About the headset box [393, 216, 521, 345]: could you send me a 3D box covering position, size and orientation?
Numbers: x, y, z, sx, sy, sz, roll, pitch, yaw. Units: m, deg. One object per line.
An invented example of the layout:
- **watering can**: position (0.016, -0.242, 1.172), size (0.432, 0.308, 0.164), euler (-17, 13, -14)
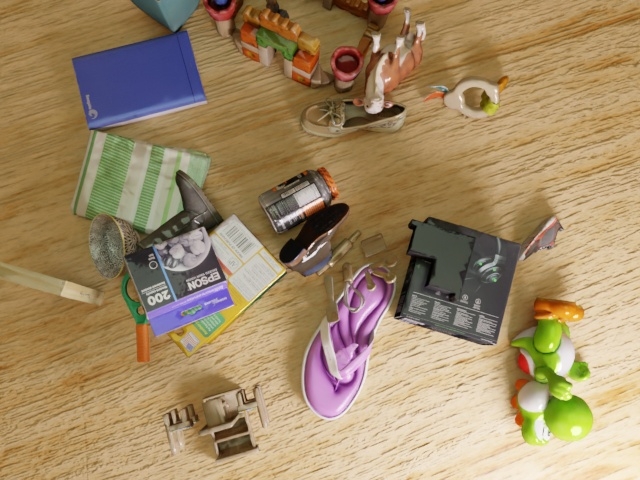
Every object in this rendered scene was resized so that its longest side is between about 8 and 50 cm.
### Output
- **headset box**: position (0.345, 0.096, 1.534), size (0.247, 0.131, 0.282), euler (16, 81, 1)

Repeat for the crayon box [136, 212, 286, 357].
- **crayon box**: position (-0.271, 0.114, 1.537), size (0.323, 0.083, 0.203), euler (-42, 84, -8)

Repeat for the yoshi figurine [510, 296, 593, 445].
- **yoshi figurine**: position (0.593, 0.330, 1.477), size (0.204, 0.203, 0.361), euler (11, 83, -7)

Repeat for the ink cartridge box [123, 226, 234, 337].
- **ink cartridge box**: position (-0.338, 0.097, 1.454), size (0.206, 0.045, 0.208), euler (-22, 83, -18)

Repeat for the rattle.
- **rattle**: position (0.397, -0.421, 1.655), size (0.200, 0.130, 0.142), euler (9, 68, 26)

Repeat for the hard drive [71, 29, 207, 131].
- **hard drive**: position (-0.490, -0.433, 1.641), size (0.319, 0.040, 0.210), euler (-16, 82, -4)

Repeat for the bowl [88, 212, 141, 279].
- **bowl**: position (-0.510, 0.011, 1.534), size (0.170, 0.080, 0.170), euler (7, 100, 40)

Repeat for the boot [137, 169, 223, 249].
- **boot**: position (-0.374, -0.050, 1.531), size (0.209, 0.076, 0.189), euler (-38, 99, -11)

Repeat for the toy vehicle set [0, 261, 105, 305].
- **toy vehicle set**: position (-0.636, 0.105, 1.434), size (0.166, 0.267, 0.035), euler (16, 79, 2)

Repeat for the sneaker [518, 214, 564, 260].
- **sneaker**: position (0.586, 0.005, 1.595), size (0.065, 0.061, 0.158), euler (45, 83, -1)

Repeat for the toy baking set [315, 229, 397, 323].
- **toy baking set**: position (0.080, 0.082, 1.530), size (0.256, 0.030, 0.197), euler (-41, 47, -6)

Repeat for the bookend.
- **bookend**: position (0.268, 0.049, 1.438), size (0.156, 0.072, 0.157), euler (16, 81, 3)

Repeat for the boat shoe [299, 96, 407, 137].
- **boat shoe**: position (0.087, -0.340, 1.618), size (0.286, 0.089, 0.104), euler (-5, 81, -3)

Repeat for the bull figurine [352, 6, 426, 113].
- **bull figurine**: position (0.184, -0.461, 1.560), size (0.101, 0.188, 0.310), euler (24, 48, 15)

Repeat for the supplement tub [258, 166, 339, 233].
- **supplement tub**: position (-0.055, -0.107, 1.563), size (0.191, 0.117, 0.117), euler (-29, 83, -7)

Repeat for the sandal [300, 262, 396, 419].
- **sandal**: position (0.065, 0.242, 1.515), size (0.170, 0.102, 0.416), euler (21, 81, 2)

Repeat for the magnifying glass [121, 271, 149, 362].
- **magnifying glass**: position (-0.435, 0.179, 1.471), size (0.092, 0.026, 0.230), euler (-4, 84, 4)

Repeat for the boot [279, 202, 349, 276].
- **boot**: position (0.000, 0.000, 1.550), size (0.219, 0.106, 0.082), euler (-40, 50, -1)

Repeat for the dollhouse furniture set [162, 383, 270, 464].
- **dollhouse furniture set**: position (-0.221, 0.441, 1.403), size (0.212, 0.242, 0.160), euler (-15, 82, -4)

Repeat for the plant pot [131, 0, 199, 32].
- **plant pot**: position (-0.412, -0.663, 1.583), size (0.166, 0.234, 0.165), euler (35, 80, 4)

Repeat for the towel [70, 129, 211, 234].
- **towel**: position (-0.474, -0.146, 1.599), size (0.325, 0.038, 0.247), euler (12, 82, -2)

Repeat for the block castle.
- **block castle**: position (-0.054, -0.617, 1.599), size (0.454, 0.213, 0.302), euler (27, 81, 2)
